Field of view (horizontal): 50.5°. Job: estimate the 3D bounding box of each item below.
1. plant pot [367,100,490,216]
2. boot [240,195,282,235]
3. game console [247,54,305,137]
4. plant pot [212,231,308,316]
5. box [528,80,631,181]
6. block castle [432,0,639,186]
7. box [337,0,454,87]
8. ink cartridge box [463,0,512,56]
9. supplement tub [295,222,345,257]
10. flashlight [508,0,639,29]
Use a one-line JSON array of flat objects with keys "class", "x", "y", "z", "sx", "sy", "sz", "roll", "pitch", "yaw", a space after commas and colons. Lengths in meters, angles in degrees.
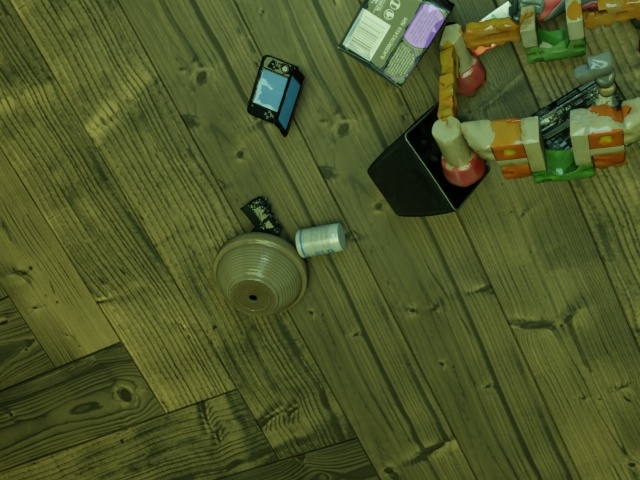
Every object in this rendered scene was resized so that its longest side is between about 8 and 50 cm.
[{"class": "plant pot", "x": 0.217, "y": -0.155, "z": 1.447, "sx": 0.167, "sy": 0.187, "sz": 0.188, "roll": -26, "pitch": 104, "yaw": 48}, {"class": "boot", "x": -0.161, "y": -0.044, "z": 1.656, "sx": 0.121, "sy": 0.045, "sz": 0.099, "roll": -29, "pitch": 103, "yaw": 16}, {"class": "game console", "x": -0.101, "y": -0.323, "z": 1.512, "sx": 0.124, "sy": 0.085, "sz": 0.144, "roll": 23, "pitch": 114, "yaw": 4}, {"class": "plant pot", "x": -0.152, "y": 0.106, "z": 1.646, "sx": 0.237, "sy": 0.110, "sz": 0.237, "roll": 4, "pitch": 125, "yaw": 5}, {"class": "box", "x": 0.545, "y": -0.235, "z": 1.396, "sx": 0.180, "sy": 0.077, "sz": 0.147, "roll": -32, "pitch": 100, "yaw": 22}, {"class": "block castle", "x": 0.443, "y": -0.266, "z": 1.261, "sx": 0.453, "sy": 0.213, "sz": 0.303, "roll": -4, "pitch": 66, "yaw": 24}, {"class": "box", "x": 0.154, "y": -0.418, "z": 1.312, "sx": 0.143, "sy": 0.270, "sz": 0.165, "roll": 33, "pitch": 114, "yaw": -1}, {"class": "ink cartridge box", "x": 0.351, "y": -0.431, "z": 1.393, "sx": 0.115, "sy": 0.029, "sz": 0.063, "roll": -32, "pitch": 101, "yaw": 22}, {"class": "supplement tub", "x": 0.000, "y": 0.000, "z": 1.620, "sx": 0.107, "sy": 0.071, "sz": 0.071, "roll": -10, "pitch": 108, "yaw": 18}, {"class": "flashlight", "x": 0.522, "y": -0.451, "z": 1.296, "sx": 0.304, "sy": 0.103, "sz": 0.103, "roll": 7, "pitch": 94, "yaw": -1}]
